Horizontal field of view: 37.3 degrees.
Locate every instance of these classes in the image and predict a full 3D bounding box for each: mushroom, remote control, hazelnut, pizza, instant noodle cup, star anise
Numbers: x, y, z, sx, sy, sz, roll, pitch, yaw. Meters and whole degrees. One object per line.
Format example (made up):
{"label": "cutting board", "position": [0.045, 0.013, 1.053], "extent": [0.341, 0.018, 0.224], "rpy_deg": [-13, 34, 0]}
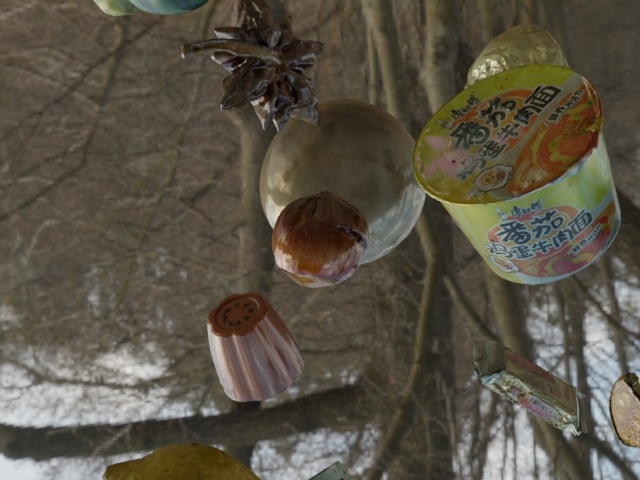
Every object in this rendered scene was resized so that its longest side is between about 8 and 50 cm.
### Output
{"label": "mushroom", "position": [0.052, -0.123, 2.073], "extent": [0.362, 0.362, 0.294], "rpy_deg": [-4, 176, 7]}
{"label": "remote control", "position": [-0.006, 0.606, 2.306], "extent": [0.166, 0.065, 0.029], "rpy_deg": [-35, 176, 15]}
{"label": "hazelnut", "position": [0.000, 0.000, 1.763], "extent": [0.182, 0.182, 0.182], "rpy_deg": [-5, -168, 1]}
{"label": "pizza", "position": [0.551, 0.301, 1.578], "extent": [0.036, 0.184, 0.176], "rpy_deg": [-34, -145, -20]}
{"label": "instant noodle cup", "position": [0.278, -0.080, 1.288], "extent": [0.264, 0.200, 0.264], "rpy_deg": [-19, -139, 18]}
{"label": "star anise", "position": [-0.103, -0.332, 1.774], "extent": [0.109, 0.292, 0.349], "rpy_deg": [-22, 136, 36]}

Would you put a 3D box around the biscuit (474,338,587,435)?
{"label": "biscuit", "position": [0.511, 0.359, 2.333], "extent": [0.309, 0.079, 0.186], "rpy_deg": [33, -156, -1]}

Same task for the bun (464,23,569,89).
{"label": "bun", "position": [0.349, -0.278, 1.710], "extent": [0.134, 0.220, 0.220], "rpy_deg": [-6, -169, -32]}

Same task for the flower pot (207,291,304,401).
{"label": "flower pot", "position": [-0.143, 0.207, 1.944], "extent": [0.191, 0.173, 0.190], "rpy_deg": [-10, -142, 8]}

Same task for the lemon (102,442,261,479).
{"label": "lemon", "position": [-0.192, 0.466, 1.390], "extent": [0.336, 0.336, 0.336], "rpy_deg": [-5, -168, 1]}

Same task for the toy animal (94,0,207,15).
{"label": "toy animal", "position": [-0.307, -0.463, 1.502], "extent": [0.338, 0.216, 0.191], "rpy_deg": [19, -166, 30]}
